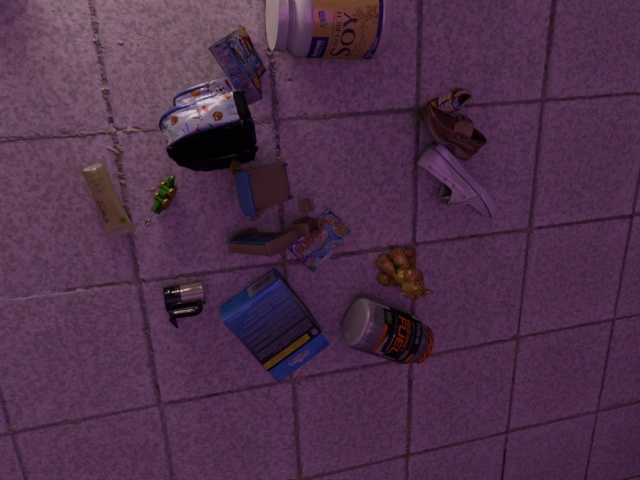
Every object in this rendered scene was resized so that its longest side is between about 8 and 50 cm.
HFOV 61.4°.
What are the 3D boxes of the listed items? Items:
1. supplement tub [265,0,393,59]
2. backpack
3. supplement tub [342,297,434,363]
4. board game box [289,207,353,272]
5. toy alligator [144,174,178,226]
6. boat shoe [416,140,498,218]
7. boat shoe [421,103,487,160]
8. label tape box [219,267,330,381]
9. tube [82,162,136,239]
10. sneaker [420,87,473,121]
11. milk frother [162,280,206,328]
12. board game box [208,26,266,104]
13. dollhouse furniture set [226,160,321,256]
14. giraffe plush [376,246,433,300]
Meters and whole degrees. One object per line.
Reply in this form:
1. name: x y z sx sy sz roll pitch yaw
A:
1. supplement tub: 0.020 -0.655 1.569 0.331 0.241 0.241 -4 111 -14
2. backpack: -0.335 -0.332 1.579 0.263 0.276 0.213 -23 75 -8
3. supplement tub: 0.258 0.350 2.033 0.315 0.193 0.194 21 103 -22
4. board game box: 0.000 0.000 1.917 0.201 0.035 0.136 -44 115 3
5. toy alligator: -0.502 -0.123 1.723 0.190 0.056 0.051 -59 154 10
6. boat shoe: 0.477 -0.176 1.934 0.367 0.136 0.156 42 94 -22
7. boat shoe: 0.452 -0.381 1.812 0.116 0.123 0.324 -31 148 32
8. label tape box: -0.159 0.308 1.945 0.249 0.115 0.348 -36 118 0
9. tube: -0.660 -0.119 1.675 0.070 0.062 0.240 2 121 26
10. sneaker: 0.431 -0.463 1.842 0.185 0.084 0.070 -33 115 -2
11. milk frother: -0.460 0.221 1.845 0.134 0.129 0.143 -8 155 -12
12. board game box: -0.229 -0.511 1.592 0.060 0.194 0.194 -17 117 20
13. dollhouse furniture set: -0.182 -0.132 1.749 0.286 0.198 0.304 -28 114 -46
14. giraffe plush: 0.319 0.145 1.986 0.181 0.170 0.210 -28 115 -5
